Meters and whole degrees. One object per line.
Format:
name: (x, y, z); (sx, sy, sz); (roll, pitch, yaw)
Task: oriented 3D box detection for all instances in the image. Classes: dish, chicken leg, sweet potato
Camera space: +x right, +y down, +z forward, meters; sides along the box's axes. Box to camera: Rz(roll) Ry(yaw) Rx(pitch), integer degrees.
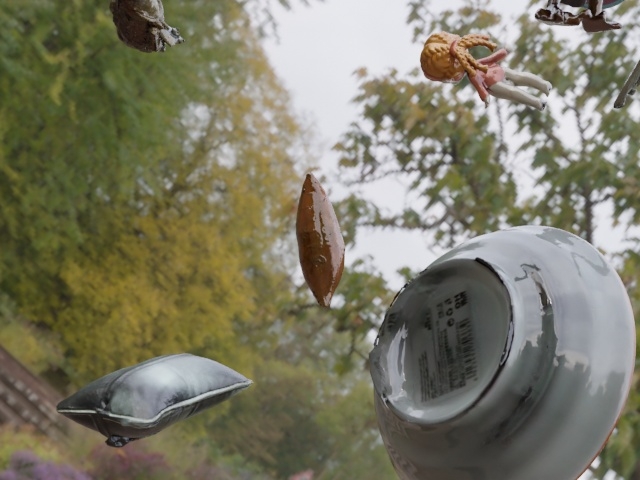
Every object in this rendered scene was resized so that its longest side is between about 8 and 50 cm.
dish: (0.121, 0.092, 0.834); (0.085, 0.260, 0.260); (28, -9, -36)
chicken leg: (-0.269, -0.359, 1.504); (0.125, 0.080, 0.196); (42, -23, 33)
sweet potato: (0.000, 0.000, 0.701); (0.034, 0.034, 0.095); (162, -75, -68)

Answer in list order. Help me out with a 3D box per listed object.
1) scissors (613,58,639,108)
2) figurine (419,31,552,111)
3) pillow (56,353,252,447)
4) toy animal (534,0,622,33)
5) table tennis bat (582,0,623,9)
scissors: (0.340, -0.230, 0.945); (0.022, 0.109, 0.300); (32, -40, 13)
figurine: (0.133, -0.137, 0.816); (0.109, 0.064, 0.047); (22, -24, 8)
pillow: (-0.124, 0.115, 0.765); (0.091, 0.135, 0.055); (-29, -97, 35)
toy animal: (0.331, -0.352, 1.253); (0.122, 0.185, 0.298); (8, 8, 0)
table tennis bat: (0.495, -0.482, 1.657); (0.153, 0.244, 0.040); (53, 8, -17)
